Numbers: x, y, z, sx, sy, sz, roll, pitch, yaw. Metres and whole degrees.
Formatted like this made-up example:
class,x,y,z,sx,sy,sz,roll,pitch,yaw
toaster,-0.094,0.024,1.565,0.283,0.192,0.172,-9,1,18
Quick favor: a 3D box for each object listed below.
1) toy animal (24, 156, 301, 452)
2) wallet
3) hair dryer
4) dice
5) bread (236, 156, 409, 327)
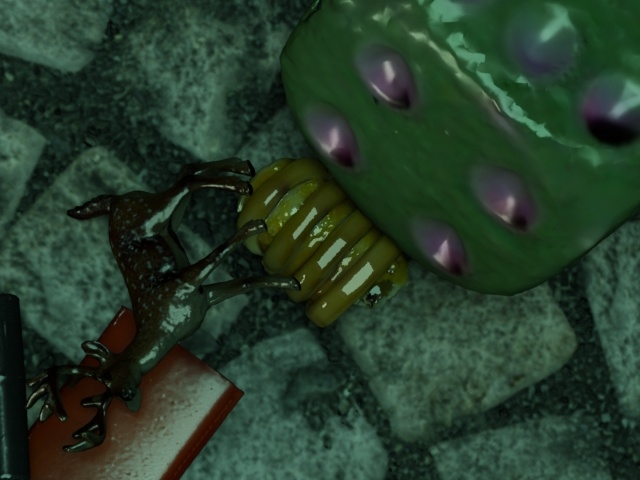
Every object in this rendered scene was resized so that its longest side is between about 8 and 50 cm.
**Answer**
class,x,y,z,sx,sy,sz,roll,pitch,yaw
toy animal,-0.152,0.053,1.638,0.260,0.087,0.243,-27,48,8
wallet,-0.185,0.179,1.663,0.142,0.045,0.204,35,79,8
hair dryer,-0.362,0.144,1.633,0.195,0.050,0.173,-7,71,-3
dice,0.182,-0.168,1.602,0.322,0.330,0.318,45,64,0
bread,0.000,0.000,1.702,0.177,0.084,0.119,45,78,2
